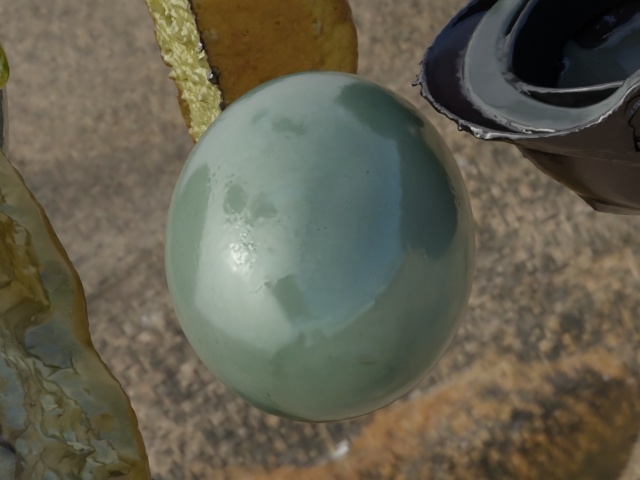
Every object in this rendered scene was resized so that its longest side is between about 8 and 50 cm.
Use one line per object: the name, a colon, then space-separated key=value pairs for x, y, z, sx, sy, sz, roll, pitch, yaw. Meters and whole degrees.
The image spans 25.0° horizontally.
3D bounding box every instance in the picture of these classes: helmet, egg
helmet: x=0.231 y=-0.112 z=0.923 sx=0.305 sy=0.177 sz=0.225 roll=-29 pitch=37 yaw=14
egg: x=0.000 y=0.000 z=0.949 sx=0.203 sy=0.203 sz=0.282 roll=-25 pitch=30 yaw=12

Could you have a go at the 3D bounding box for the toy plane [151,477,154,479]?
toy plane: x=-0.200 y=0.274 z=1.608 sx=0.031 sy=0.078 sz=0.083 roll=-22 pitch=45 yaw=-14

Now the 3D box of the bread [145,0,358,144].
bread: x=-0.061 y=-0.211 z=1.446 sx=0.179 sy=0.340 sz=0.194 roll=-24 pitch=33 yaw=-13

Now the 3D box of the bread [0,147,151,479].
bread: x=-0.170 y=0.045 z=0.506 sx=0.174 sy=0.245 sz=0.121 roll=-34 pitch=-19 yaw=11

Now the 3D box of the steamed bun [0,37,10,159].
steamed bun: x=-0.402 y=-0.070 z=1.113 sx=0.334 sy=0.374 sz=0.334 roll=12 pitch=13 yaw=-3
